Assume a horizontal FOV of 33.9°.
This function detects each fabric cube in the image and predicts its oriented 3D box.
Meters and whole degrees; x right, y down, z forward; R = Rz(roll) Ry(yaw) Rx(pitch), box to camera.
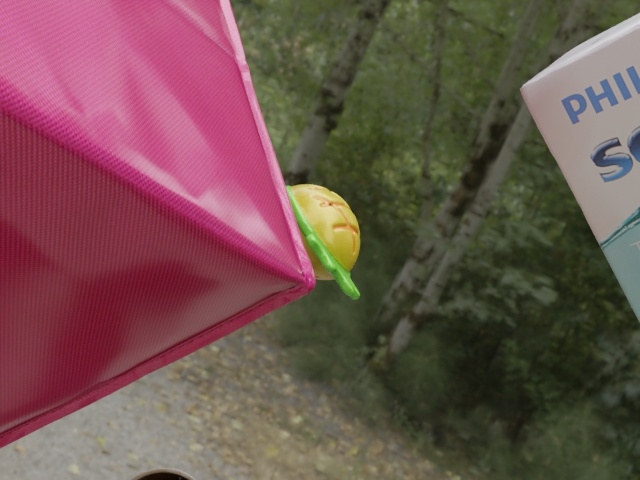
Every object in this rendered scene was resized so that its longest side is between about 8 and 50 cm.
[{"bbox_3d":[-0.196,-0.070,0.434,0.258,0.254,0.259,31,35,-56],"label":"fabric cube"}]

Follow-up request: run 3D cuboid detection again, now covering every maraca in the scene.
[{"bbox_3d":[0.000,0.000,1.247,0.127,0.099,0.185,47,9,-32],"label":"maraca"}]

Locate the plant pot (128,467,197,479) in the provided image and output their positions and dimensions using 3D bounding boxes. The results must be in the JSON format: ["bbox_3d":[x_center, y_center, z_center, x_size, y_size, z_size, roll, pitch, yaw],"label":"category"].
[{"bbox_3d":[-0.156,0.372,1.269,0.167,0.167,0.165,30,-5,33],"label":"plant pot"}]

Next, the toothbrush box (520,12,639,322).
[{"bbox_3d":[0.246,0.014,0.382,0.126,0.216,0.295,-34,96,-51],"label":"toothbrush box"}]
